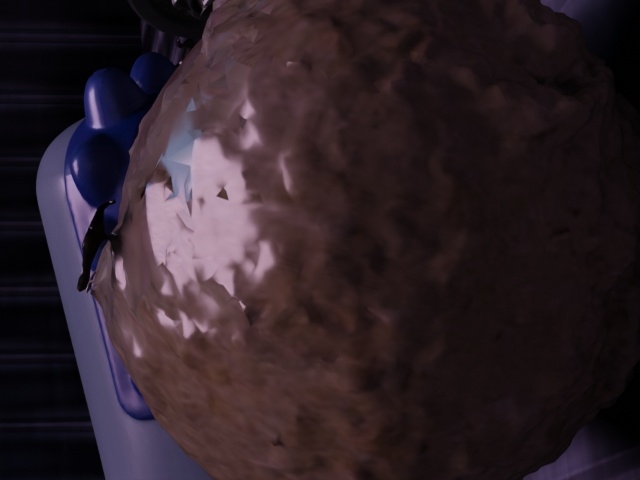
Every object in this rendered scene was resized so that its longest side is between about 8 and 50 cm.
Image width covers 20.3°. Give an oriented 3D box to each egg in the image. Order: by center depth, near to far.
[{"bbox_3d":[0.027,0.005,0.856,0.310,0.279,0.279,103,161,-55],"label":"egg"}]

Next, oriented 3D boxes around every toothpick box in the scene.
[{"bbox_3d":[-0.098,0.026,1.414,0.263,0.263,0.355,-152,48,-78],"label":"toothpick box"}]

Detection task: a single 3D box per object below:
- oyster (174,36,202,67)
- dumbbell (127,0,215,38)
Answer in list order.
[{"bbox_3d":[-0.082,-0.116,1.750,0.198,0.133,0.337,56,149,30],"label":"oyster"},{"bbox_3d":[-0.130,-0.372,1.821,0.179,0.179,0.406,99,164,-52],"label":"dumbbell"}]
